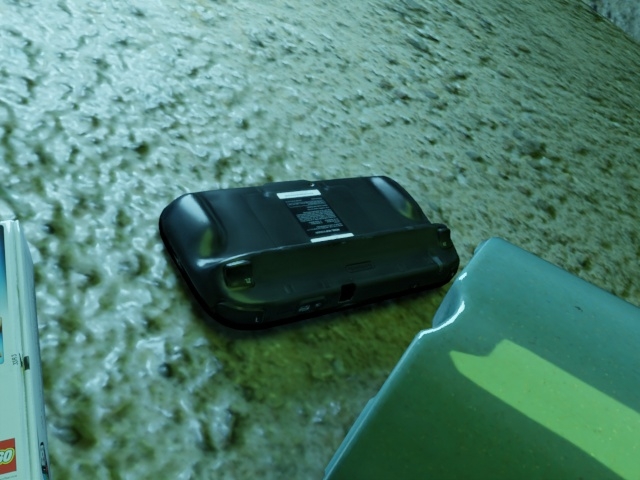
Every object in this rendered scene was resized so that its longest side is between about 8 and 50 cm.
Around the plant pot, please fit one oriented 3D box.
[{"bbox_3d":[0.186,0.187,0.464,0.334,0.341,0.341,34,40,12],"label":"plant pot"}]

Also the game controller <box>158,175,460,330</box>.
[{"bbox_3d":[0.000,0.000,0.726,0.319,0.067,0.166,-8,40,-38],"label":"game controller"}]

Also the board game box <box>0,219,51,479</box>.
[{"bbox_3d":[-0.299,0.101,0.352,0.305,0.053,0.193,-11,54,-14],"label":"board game box"}]
